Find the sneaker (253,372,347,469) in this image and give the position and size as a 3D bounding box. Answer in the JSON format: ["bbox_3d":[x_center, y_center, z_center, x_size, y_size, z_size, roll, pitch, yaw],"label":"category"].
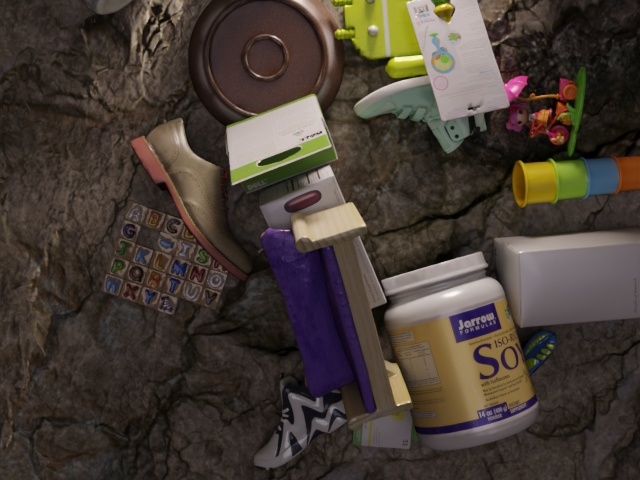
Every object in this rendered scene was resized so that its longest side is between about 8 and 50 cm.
[{"bbox_3d":[-0.066,0.354,1.607,0.235,0.094,0.153,-34,89,12],"label":"sneaker"}]

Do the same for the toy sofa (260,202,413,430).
[{"bbox_3d":[0.026,0.133,1.336,0.177,0.150,0.362,-16,109,-1],"label":"toy sofa"}]

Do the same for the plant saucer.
[{"bbox_3d":[-0.106,-0.355,1.526,0.310,0.050,0.310,0,98,-2],"label":"plant saucer"}]

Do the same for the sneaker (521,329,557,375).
[{"bbox_3d":[0.416,0.255,1.606,0.188,0.078,0.067,-46,67,19],"label":"sneaker"}]

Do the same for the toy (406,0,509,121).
[{"bbox_3d":[0.251,-0.341,1.462,0.137,0.056,0.237,-14,85,-10],"label":"toy"}]

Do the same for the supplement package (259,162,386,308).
[{"bbox_3d":[0.000,0.000,1.480,0.145,0.204,0.262,-23,106,3],"label":"supplement package"}]

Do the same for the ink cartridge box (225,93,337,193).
[{"bbox_3d":[-0.068,-0.153,1.420,0.189,0.255,0.097,-20,121,4],"label":"ink cartridge box"}]

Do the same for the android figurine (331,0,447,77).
[{"bbox_3d":[0.159,-0.441,1.514,0.273,0.056,0.248,-4,98,-2],"label":"android figurine"}]

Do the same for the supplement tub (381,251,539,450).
[{"bbox_3d":[0.259,0.207,1.497,0.241,0.241,0.331,-16,86,2],"label":"supplement tub"}]

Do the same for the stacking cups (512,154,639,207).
[{"bbox_3d":[0.547,-0.119,1.547,0.316,0.096,0.096,-3,98,-2],"label":"stacking cups"}]

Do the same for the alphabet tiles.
[{"bbox_3d":[-0.308,0.050,1.599,0.237,0.009,0.198,19,97,-3],"label":"alphabet tiles"}]

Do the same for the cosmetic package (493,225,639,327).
[{"bbox_3d":[0.540,0.061,1.519,0.365,0.197,0.155,-6,99,2],"label":"cosmetic package"}]

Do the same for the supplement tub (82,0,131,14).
[{"bbox_3d":[-0.443,-0.587,1.414,0.193,0.193,0.316,-42,97,5],"label":"supplement tub"}]

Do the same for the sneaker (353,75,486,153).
[{"bbox_3d":[0.200,-0.236,1.517,0.256,0.094,0.151,-13,91,-2],"label":"sneaker"}]

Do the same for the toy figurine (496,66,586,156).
[{"bbox_3d":[0.421,-0.255,1.526,0.159,0.130,0.173,6,111,11],"label":"toy figurine"}]

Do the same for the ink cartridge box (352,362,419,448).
[{"bbox_3d":[0.188,0.344,1.626,0.235,0.056,0.171,4,97,1],"label":"ink cartridge box"}]

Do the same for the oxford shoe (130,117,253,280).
[{"bbox_3d":[-0.221,-0.081,1.523,0.130,0.123,0.348,-36,96,-5],"label":"oxford shoe"}]
